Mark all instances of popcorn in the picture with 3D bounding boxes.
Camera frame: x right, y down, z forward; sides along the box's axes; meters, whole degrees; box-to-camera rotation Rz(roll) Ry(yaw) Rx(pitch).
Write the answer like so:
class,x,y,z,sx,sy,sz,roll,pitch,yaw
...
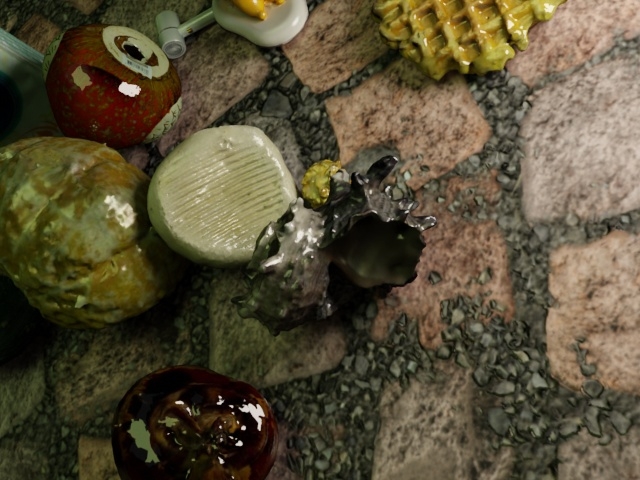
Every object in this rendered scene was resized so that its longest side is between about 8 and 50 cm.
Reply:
class,x,y,z,sx,sy,sz,roll,pitch,yaw
popcorn,0.011,-0.083,1.284,0.082,0.057,0.083,30,92,43

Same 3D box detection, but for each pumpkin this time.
class,x,y,z,sx,sy,sz,roll,pitch,yaw
pumpkin,-0.594,0.102,1.508,0.293,0.197,0.263,1,62,40

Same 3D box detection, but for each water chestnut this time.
class,x,y,z,sx,sy,sz,roll,pitch,yaw
water chestnut,-0.164,0.269,1.153,0.224,0.238,0.223,5,64,-11

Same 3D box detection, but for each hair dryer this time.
class,x,y,z,sx,sy,sz,roll,pitch,yaw
hair dryer,-0.236,-0.396,1.575,0.137,0.047,0.081,-23,59,16

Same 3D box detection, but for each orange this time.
class,x,y,z,sx,sy,sz,roll,pitch,yaw
orange,-0.383,-0.034,1.344,0.369,0.210,0.271,37,61,12

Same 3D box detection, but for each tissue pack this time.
class,x,y,z,sx,sy,sz,roll,pitch,yaw
tissue pack,-0.652,-0.262,1.566,0.287,0.388,0.162,-41,57,12

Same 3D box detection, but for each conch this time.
class,x,y,z,sx,sy,sz,roll,pitch,yaw
conch,-0.001,0.009,1.142,0.313,0.241,0.186,-26,85,25

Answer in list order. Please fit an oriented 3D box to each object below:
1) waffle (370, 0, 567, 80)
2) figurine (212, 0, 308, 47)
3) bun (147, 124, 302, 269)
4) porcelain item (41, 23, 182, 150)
class,x,y,z,sx,sy,sz,roll,pitch,yaw
waffle,0.216,-0.374,1.272,0.281,0.058,0.300,-48,55,9
figurine,-0.128,-0.449,1.454,0.167,0.141,0.250,-42,56,-2
bun,-0.146,-0.059,1.312,0.231,0.133,0.230,1,85,-12
porcelain item,-0.372,-0.242,1.488,0.253,0.253,0.252,-12,65,28
